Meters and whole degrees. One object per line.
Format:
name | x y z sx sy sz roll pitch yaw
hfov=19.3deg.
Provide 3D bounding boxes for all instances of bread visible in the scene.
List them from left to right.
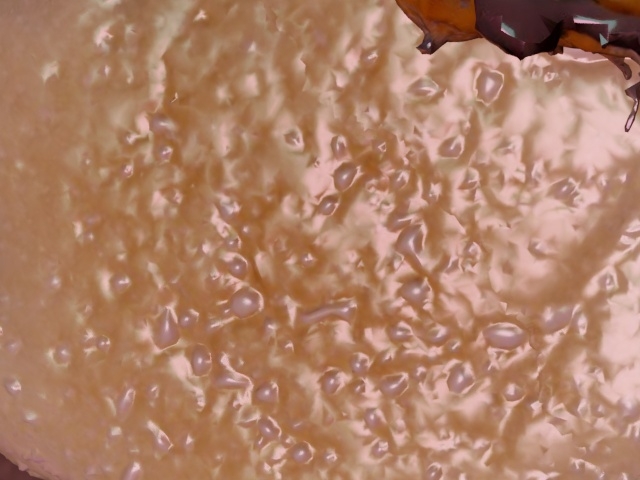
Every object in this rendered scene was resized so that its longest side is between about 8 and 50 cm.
bread | 0.000 0.000 0.611 0.316 0.054 0.316 4 101 20

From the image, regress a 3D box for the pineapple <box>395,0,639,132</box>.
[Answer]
pineapple | 0.065 -0.140 0.518 0.224 0.076 0.225 1 77 -3
